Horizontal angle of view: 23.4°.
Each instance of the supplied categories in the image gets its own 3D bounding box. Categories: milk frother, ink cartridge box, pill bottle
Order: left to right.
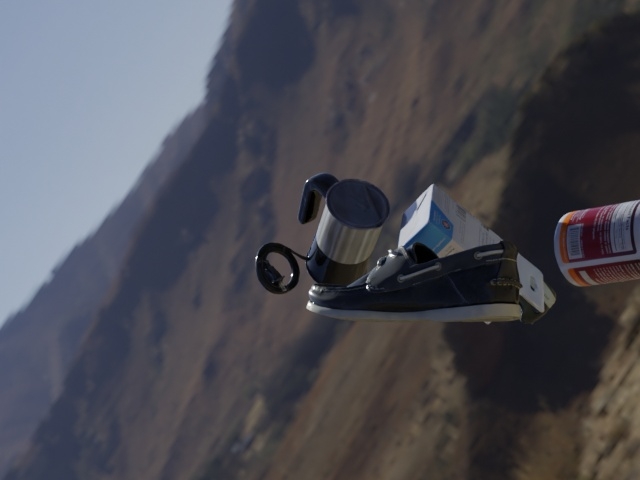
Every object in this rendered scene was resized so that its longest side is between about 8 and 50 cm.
[{"bbox_3d":[0.000,0.000,1.981,0.143,0.129,0.135,-48,-16,-38],"label":"milk frother"},{"bbox_3d":[0.179,0.027,1.831,0.060,0.180,0.104,-46,14,25],"label":"ink cartridge box"},{"bbox_3d":[0.338,0.000,1.678,0.152,0.086,0.086,-10,36,40],"label":"pill bottle"}]

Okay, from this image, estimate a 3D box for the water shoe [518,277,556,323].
[{"bbox_3d":[0.275,0.048,2.424,0.080,0.203,0.073,-48,-7,1],"label":"water shoe"}]

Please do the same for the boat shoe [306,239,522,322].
[{"bbox_3d":[0.088,0.042,1.485,0.084,0.233,0.079,1,-95,-53],"label":"boat shoe"}]
